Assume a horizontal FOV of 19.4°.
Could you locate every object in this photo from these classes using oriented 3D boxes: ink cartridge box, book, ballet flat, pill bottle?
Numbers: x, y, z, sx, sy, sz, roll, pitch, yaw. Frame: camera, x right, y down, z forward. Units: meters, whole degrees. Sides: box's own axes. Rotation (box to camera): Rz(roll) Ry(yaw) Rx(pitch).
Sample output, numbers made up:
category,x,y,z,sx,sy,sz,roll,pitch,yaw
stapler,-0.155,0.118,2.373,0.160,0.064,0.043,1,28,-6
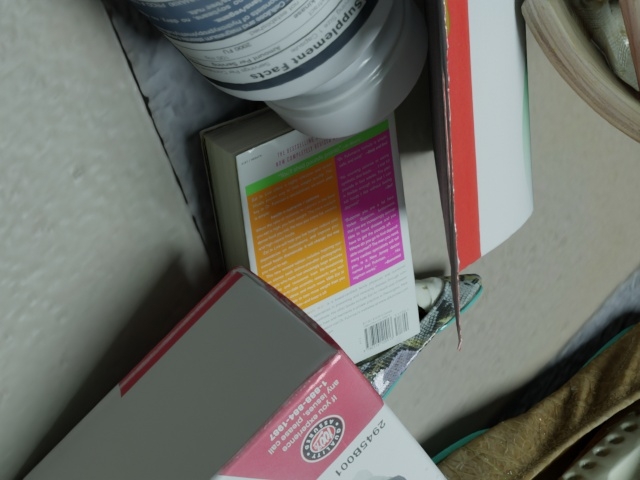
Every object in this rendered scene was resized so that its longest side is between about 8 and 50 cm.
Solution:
category,x,y,z,sx,sy,sz,roll,pitch,yaw
ink cartridge box,0.077,-0.080,0.875,0.056,0.225,0.181,-5,116,1
ink cartridge box,-0.021,0.144,0.904,0.158,0.092,0.218,-45,136,-8
book,0.000,0.000,0.921,0.096,0.035,0.144,-23,123,-25
ballet flat,0.044,0.045,1.001,0.114,0.041,0.041,-45,133,-29
ballet flat,0.149,0.154,1.089,0.342,0.124,0.116,-29,125,-38
pill bottle,-0.029,-0.123,0.801,0.108,0.108,0.180,-60,140,-12

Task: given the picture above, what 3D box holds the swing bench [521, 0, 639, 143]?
category,x,y,z,sx,sy,sz,roll,pitch,yaw
swing bench,0.205,-0.192,0.935,0.253,0.165,0.255,-48,143,-59
